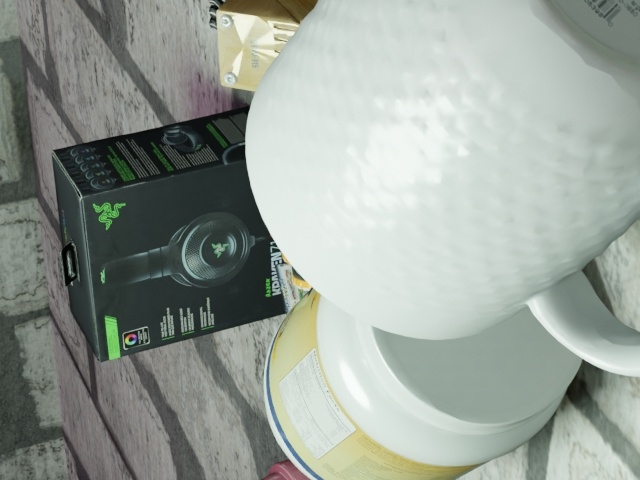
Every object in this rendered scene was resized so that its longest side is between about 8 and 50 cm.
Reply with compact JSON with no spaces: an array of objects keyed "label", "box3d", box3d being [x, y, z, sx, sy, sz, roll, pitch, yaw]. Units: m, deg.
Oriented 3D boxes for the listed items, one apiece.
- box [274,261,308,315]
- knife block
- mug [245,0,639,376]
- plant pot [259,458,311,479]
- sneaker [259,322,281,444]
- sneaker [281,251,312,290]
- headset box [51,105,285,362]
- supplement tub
[{"label":"box","box3d":[0.000,0.124,2.101,0.114,0.036,0.207,179,78,-70]},{"label":"knife block","box3d":[-0.001,-0.240,1.814,0.276,0.242,0.088,11,125,19]},{"label":"mug","box3d":[0.157,-0.073,1.217,0.374,0.276,0.328,57,148,8]},{"label":"plant pot","box3d":[-0.068,0.396,2.261,0.201,0.180,0.201,167,90,-70]},{"label":"sneaker","box3d":[-0.013,0.127,1.971,0.115,0.105,0.281,58,142,21]},{"label":"sneaker","box3d":[0.000,0.000,1.944,0.215,0.084,0.083,-142,48,-66]},{"label":"headset box","box3d":[-0.192,-0.007,2.171,0.131,0.283,0.246,-130,32,-52]},{"label":"supplement tub","box3d":[0.089,0.102,1.551,0.316,0.228,0.228,131,123,-66]}]
